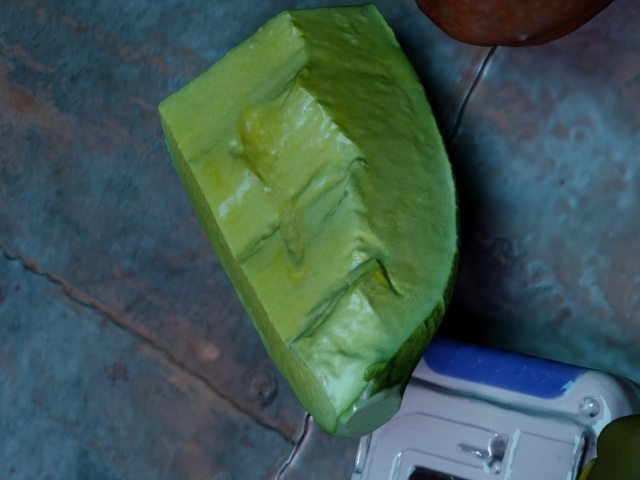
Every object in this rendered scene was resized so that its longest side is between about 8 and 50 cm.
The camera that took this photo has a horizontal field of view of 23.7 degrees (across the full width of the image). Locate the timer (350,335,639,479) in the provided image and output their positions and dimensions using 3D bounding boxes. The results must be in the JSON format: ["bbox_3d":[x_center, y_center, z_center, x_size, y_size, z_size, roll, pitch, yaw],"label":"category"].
[{"bbox_3d":[0.086,0.188,0.899,0.178,0.078,0.253,9,84,37],"label":"timer"}]

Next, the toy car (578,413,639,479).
[{"bbox_3d":[0.247,0.149,0.749,0.248,0.204,0.198,16,65,38],"label":"toy car"}]

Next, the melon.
[{"bbox_3d":[0.000,0.000,0.958,0.196,0.124,0.323,-41,46,22],"label":"melon"}]

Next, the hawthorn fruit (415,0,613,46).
[{"bbox_3d":[0.139,-0.235,0.915,0.248,0.208,0.208,-30,61,7],"label":"hawthorn fruit"}]
